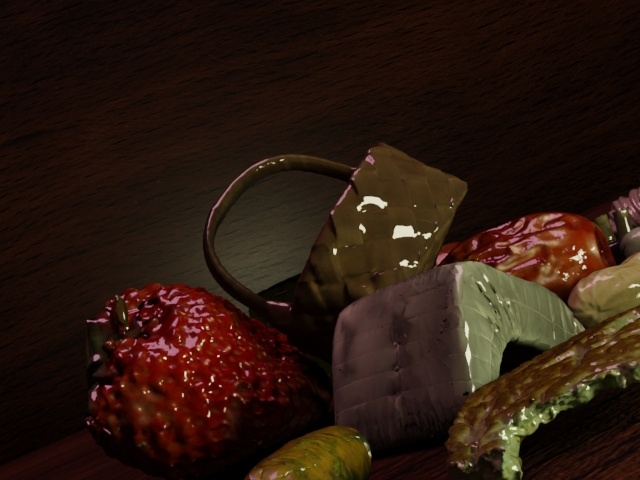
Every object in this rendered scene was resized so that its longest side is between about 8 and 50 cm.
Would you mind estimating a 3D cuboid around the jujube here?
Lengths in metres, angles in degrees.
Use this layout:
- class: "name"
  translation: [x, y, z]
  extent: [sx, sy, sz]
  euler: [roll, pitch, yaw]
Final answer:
- class: "jujube"
  translation: [0.254, 0.057, 1.152]
  extent: [0.250, 0.174, 0.174]
  euler: [-28, -4, 24]

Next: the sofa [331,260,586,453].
- class: "sofa"
  translation: [0.152, 0.143, 0.960]
  extent: [0.210, 0.176, 0.225]
  euler: [-24, -31, 38]

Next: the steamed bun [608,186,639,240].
- class: "steamed bun"
  translation: [0.656, -0.059, 1.777]
  extent: [0.182, 0.106, 0.183]
  euler: [-21, -3, -1]

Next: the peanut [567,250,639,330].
- class: "peanut"
  translation: [0.372, 0.053, 1.022]
  extent: [0.187, 0.082, 0.082]
  euler: [-21, -2, -21]

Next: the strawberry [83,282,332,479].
- class: "strawberry"
  translation: [-0.148, 0.206, 1.213]
  extent: [0.351, 0.267, 0.312]
  euler: [10, 12, -25]

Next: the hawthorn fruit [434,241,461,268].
- class: "hawthorn fruit"
  translation: [0.203, 0.094, 1.440]
  extent: [0.188, 0.169, 0.169]
  euler: [-22, -2, 0]

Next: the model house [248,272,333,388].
- class: "model house"
  translation: [0.013, 0.156, 1.576]
  extent: [0.154, 0.207, 0.294]
  euler: [-15, -5, -33]

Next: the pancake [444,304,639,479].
- class: "pancake"
  translation: [0.231, 0.120, 0.742]
  extent: [0.376, 0.054, 0.197]
  euler: [-24, -2, -36]

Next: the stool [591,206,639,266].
- class: "stool"
  translation: [0.410, 0.021, 1.205]
  extent: [0.125, 0.121, 0.217]
  euler: [-19, -7, -13]

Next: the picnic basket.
- class: "picnic basket"
  translation: [0.000, 0.000, 1.216]
  extent: [0.337, 0.337, 0.293]
  euler: [-25, 26, 53]

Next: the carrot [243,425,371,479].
- class: "carrot"
  translation: [-0.012, 0.205, 0.727]
  extent: [0.082, 0.082, 0.173]
  euler: [-23, -9, 22]
